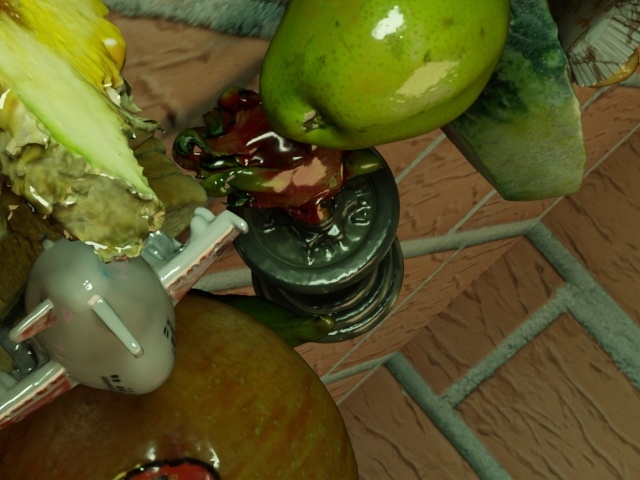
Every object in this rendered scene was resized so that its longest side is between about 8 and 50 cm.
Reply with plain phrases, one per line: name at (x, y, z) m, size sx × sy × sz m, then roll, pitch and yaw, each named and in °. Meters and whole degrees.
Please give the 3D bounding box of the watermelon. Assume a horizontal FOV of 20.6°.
watermelon at (0.184, -0.196, 1.762) m, size 0.193 × 0.232 × 0.310 m, roll -37°, pitch 125°, yaw -1°

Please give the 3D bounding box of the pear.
pear at (0.049, -0.163, 1.442) m, size 0.220 × 0.187 × 0.187 m, roll -37°, pitch 168°, yaw -18°

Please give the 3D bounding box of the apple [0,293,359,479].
apple at (-0.145, 0.236, 1.717) m, size 0.334 × 0.400 × 0.400 m, roll -35°, pitch 167°, yaw -19°

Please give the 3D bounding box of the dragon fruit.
dragon fruit at (-0.051, -0.073, 1.571) m, size 0.175 × 0.138 × 0.142 m, roll -15°, pitch 177°, yaw -39°

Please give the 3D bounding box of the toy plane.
toy plane at (-0.160, 0.058, 1.317) m, size 0.252 × 0.118 × 0.252 m, roll -40°, pitch 170°, yaw -8°

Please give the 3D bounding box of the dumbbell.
dumbbell at (0.000, 0.000, 1.881) m, size 0.179 × 0.179 × 0.406 m, roll -39°, pitch 169°, yaw -6°

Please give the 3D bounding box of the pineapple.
pineapple at (-0.220, -0.048, 0.790) m, size 0.209 × 0.286 × 0.344 m, roll -45°, pitch 166°, yaw 21°

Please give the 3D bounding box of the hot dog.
hot dog at (0.292, -0.252, 1.847) m, size 0.131 × 0.069 × 0.252 m, roll -46°, pitch -155°, yaw 24°

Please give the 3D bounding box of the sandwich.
sandwich at (-0.241, 0.029, 1.455) m, size 0.273 × 0.095 × 0.249 m, roll -47°, pitch 168°, yaw 23°

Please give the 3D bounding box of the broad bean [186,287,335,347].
broad bean at (-0.108, 0.084, 1.846) m, size 0.077 × 0.061 × 0.339 m, roll 11°, pitch 176°, yaw -41°
